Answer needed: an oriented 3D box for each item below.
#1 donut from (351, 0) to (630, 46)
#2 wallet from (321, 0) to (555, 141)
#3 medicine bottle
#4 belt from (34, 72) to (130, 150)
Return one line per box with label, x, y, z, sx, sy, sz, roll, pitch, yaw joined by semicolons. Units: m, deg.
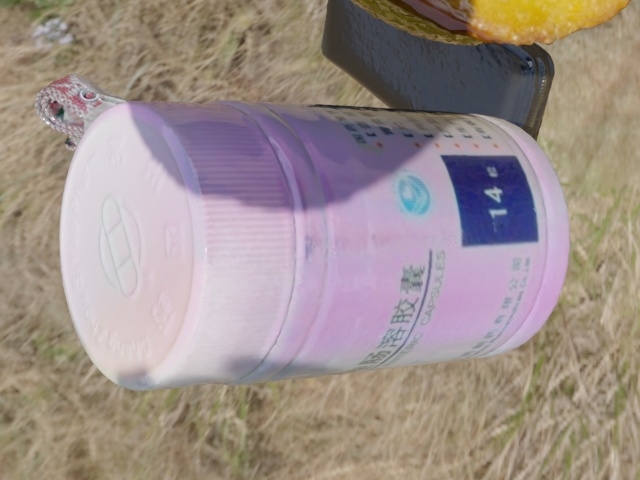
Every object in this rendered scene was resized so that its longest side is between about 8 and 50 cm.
donut;0.080;-0.222;0.723;0.253;0.118;0.254;1;83;-11
wallet;0.096;-0.153;1.110;0.250;0.044;0.149;41;143;31
medicine bottle;0.000;0.000;0.739;0.152;0.254;0.152;4;95;51
belt;-0.127;-0.076;1.071;0.232;0.053;0.071;20;143;25
